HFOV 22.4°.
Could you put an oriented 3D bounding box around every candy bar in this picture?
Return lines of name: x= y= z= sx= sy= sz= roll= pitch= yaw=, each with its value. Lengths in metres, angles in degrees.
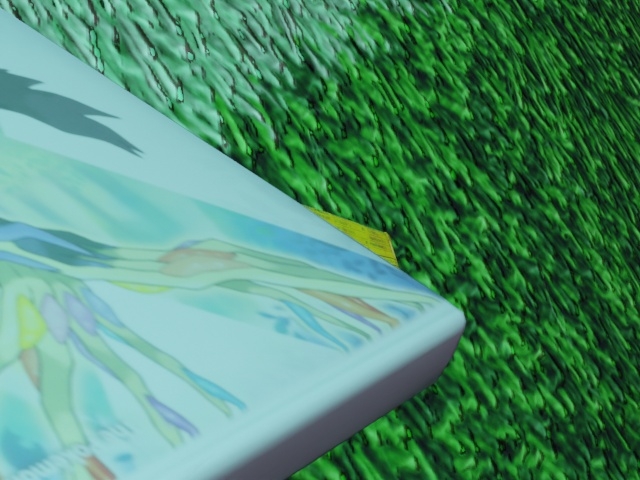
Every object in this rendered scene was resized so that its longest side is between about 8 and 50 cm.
candy bar: x=0.000 y=0.000 z=0.865 sx=0.161 sy=0.018 sz=0.040 roll=16 pitch=49 yaw=-51

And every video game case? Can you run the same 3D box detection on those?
video game case: x=-0.144 y=-0.009 z=0.484 sx=0.300 sy=0.036 sz=0.329 roll=33 pitch=24 yaw=18
